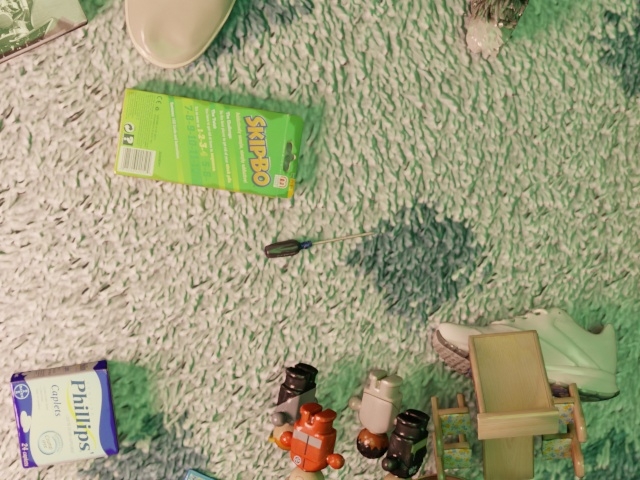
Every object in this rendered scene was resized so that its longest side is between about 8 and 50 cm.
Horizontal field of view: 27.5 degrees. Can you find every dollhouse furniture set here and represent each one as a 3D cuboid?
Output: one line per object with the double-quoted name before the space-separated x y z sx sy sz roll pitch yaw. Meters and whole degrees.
"dollhouse furniture set" 0.267 0.272 1.842 0.212 0.161 0.242 -5 128 3

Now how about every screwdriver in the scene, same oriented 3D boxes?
"screwdriver" 0.000 0.000 1.922 0.170 0.024 0.025 -14 124 -11

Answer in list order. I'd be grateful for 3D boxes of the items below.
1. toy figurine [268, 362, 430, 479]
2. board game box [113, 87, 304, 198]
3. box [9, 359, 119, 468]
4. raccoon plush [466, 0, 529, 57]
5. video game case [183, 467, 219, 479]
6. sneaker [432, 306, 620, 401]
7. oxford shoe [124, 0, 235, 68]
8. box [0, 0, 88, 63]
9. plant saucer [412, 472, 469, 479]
"toy figurine" 0.037 0.280 1.849 0.213 0.209 0.148 5 108 -16
"board game box" -0.159 -0.137 1.881 0.259 0.039 0.124 8 92 -8
"box" -0.359 0.244 1.844 0.137 0.072 0.126 -8 95 -10
"raccoon plush" 0.227 -0.523 1.856 0.299 0.216 0.446 27 88 -2
"video game case" -0.173 0.432 1.915 0.119 0.015 0.166 26 88 -10
"sneaker" 0.308 0.158 1.956 0.297 0.111 0.129 13 75 -14
"oxford shoe" -0.156 -0.452 1.802 0.169 0.130 0.449 21 101 -12
"box" -0.452 -0.367 1.807 0.183 0.056 0.231 -25 97 -7
"plant saucer" 0.173 0.444 1.965 0.199 0.036 0.198 -1 94 -10
